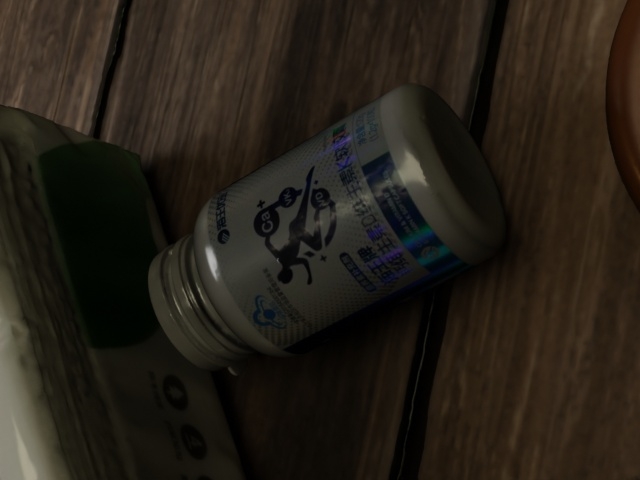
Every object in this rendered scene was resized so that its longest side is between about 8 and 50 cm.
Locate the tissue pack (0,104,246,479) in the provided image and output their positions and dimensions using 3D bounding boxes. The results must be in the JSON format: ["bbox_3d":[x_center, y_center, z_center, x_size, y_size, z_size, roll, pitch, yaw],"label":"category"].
[{"bbox_3d":[-0.206,0.125,0.740,0.266,0.194,0.356,-31,65,20],"label":"tissue pack"}]

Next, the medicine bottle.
[{"bbox_3d":[0.000,0.000,0.696,0.191,0.107,0.107,-29,67,22],"label":"medicine bottle"}]

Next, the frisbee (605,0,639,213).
[{"bbox_3d":[0.263,-0.087,0.613,0.251,0.021,0.251,-7,75,30],"label":"frisbee"}]
